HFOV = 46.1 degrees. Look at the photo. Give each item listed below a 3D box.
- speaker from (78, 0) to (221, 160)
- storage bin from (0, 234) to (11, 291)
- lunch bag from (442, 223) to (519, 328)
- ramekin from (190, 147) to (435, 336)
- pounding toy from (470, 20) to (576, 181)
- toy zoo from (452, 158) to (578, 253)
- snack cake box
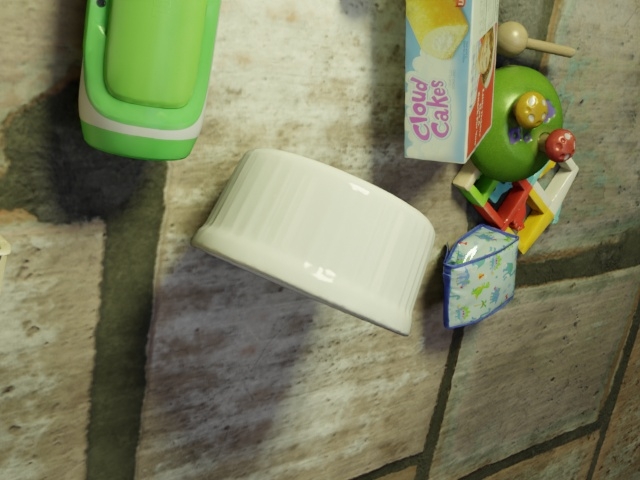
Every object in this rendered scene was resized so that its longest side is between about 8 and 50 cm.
[{"bbox_3d":[-0.161,-0.234,0.736,0.131,0.131,0.296,-2,112,-40],"label":"speaker"},{"bbox_3d":[-0.428,0.111,0.673,0.260,0.123,0.262,3,108,-41],"label":"storage bin"},{"bbox_3d":[0.252,0.062,1.249,0.151,0.096,0.128,-31,128,-38],"label":"lunch bag"},{"bbox_3d":[0.000,0.000,0.889,0.277,0.277,0.135,28,84,-44],"label":"ramekin"},{"bbox_3d":[0.328,-0.200,1.144,0.183,0.110,0.236,9,97,-27],"label":"pounding toy"},{"bbox_3d":[0.354,-0.101,1.302,0.293,0.030,0.192,39,83,-43],"label":"toy zoo"},{"bbox_3d":[0.176,-0.253,1.001,0.152,0.089,0.264,-49,142,-54],"label":"snack cake box"}]
